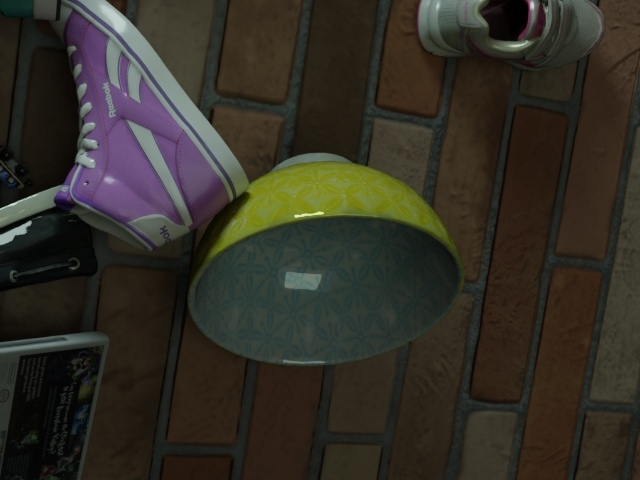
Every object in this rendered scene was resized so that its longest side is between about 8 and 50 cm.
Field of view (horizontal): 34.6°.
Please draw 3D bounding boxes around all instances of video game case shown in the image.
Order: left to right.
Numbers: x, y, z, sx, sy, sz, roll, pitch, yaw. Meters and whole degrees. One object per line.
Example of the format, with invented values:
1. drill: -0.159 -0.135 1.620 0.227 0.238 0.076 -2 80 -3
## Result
1. video game case: -0.309 0.183 1.037 0.173 0.022 0.190 -3 119 -39

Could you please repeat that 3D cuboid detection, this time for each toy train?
1. toy train: -0.349 -0.107 1.025 0.036 0.027 0.158 -45 113 -9

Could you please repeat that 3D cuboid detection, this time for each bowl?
1. bowl: 0.000 0.000 1.115 0.289 0.289 0.156 15 49 -26

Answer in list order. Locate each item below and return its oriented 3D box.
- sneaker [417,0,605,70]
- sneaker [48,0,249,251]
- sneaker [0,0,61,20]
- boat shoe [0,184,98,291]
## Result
1. sneaker: 0.247 -0.255 1.233 0.252 0.111 0.103 -5 100 -25
2. sneaker: -0.216 -0.116 0.997 0.161 0.102 0.282 -37 79 -14
3. sneaker: -0.332 -0.350 0.949 0.178 0.124 0.296 -2 83 -16
4. boat shoe: -0.370 0.058 0.987 0.340 0.127 0.113 -28 97 -29
